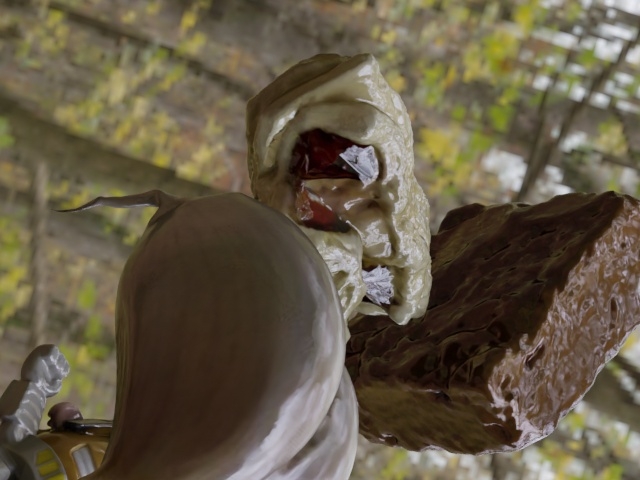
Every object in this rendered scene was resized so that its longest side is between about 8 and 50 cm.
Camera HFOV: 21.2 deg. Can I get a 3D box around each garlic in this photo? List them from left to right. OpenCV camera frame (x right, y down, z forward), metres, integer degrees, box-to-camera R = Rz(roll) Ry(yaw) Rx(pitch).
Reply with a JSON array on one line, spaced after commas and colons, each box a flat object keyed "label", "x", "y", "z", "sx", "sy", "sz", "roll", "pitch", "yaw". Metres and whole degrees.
[{"label": "garlic", "x": -0.080, "y": 0.113, "z": 1.512, "sx": 0.231, "sy": 0.246, "sz": 0.340, "roll": 52, "pitch": 22, "yaw": -54}]

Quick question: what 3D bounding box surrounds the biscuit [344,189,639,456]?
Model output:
[{"label": "biscuit", "x": 0.215, "y": 0.108, "z": 2.166, "sx": 0.342, "sy": 0.166, "sz": 0.395, "roll": -7, "pitch": -149, "yaw": 51}]

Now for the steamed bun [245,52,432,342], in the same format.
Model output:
[{"label": "steamed bun", "x": 0.000, "y": 0.000, "z": 1.834, "sx": 0.428, "sy": 0.247, "sz": 0.189, "roll": 75, "pitch": 5, "yaw": -54}]

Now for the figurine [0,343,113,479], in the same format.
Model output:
[{"label": "figurine", "x": -0.290, "y": 0.265, "z": 1.838, "sx": 0.308, "sy": 0.143, "sz": 0.308, "roll": -14, "pitch": 108, "yaw": -52}]
